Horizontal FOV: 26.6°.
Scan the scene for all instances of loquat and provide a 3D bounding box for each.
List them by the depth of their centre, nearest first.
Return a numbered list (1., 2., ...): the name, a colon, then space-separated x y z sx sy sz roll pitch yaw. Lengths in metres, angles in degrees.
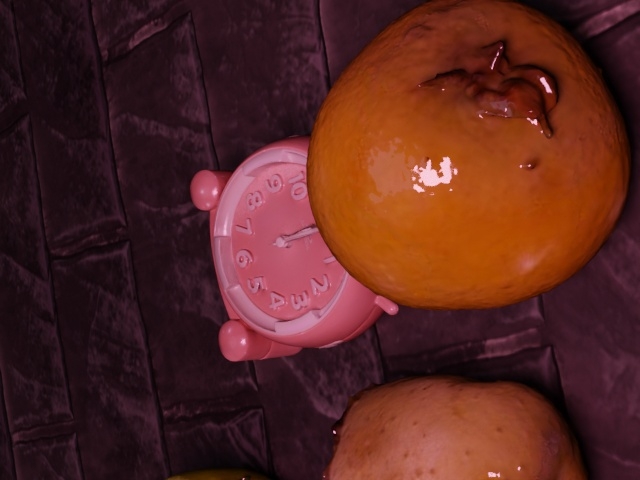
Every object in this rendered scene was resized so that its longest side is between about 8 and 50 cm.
1. loquat: 0.128 -0.073 1.137 0.275 0.275 0.274 8 100 53

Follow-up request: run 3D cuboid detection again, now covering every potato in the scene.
1. potato: 0.138 0.241 1.205 0.242 0.242 0.285 -31 50 50

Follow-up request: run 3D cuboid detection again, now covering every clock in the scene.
1. clock: 0.000 0.000 1.432 0.241 0.142 0.227 -21 77 42

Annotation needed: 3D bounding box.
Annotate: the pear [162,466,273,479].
1. pear: -0.126 0.408 1.613 0.292 0.159 0.292 1 91 55
